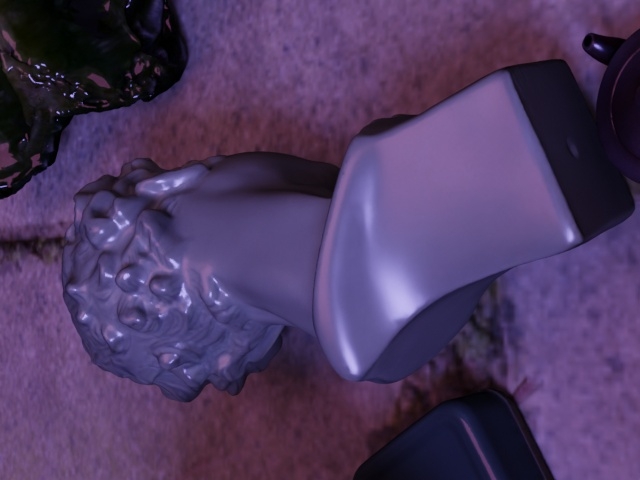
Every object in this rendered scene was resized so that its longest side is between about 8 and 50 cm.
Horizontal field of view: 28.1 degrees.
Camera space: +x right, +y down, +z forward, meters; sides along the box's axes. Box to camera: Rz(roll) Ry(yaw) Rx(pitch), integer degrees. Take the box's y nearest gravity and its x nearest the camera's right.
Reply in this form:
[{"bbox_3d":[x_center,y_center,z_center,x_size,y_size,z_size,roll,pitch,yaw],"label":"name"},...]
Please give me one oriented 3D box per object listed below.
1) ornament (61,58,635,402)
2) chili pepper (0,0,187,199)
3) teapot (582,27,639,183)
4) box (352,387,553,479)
[{"bbox_3d":[-0.005,0.006,0.553,0.285,0.130,0.120,-10,93,46],"label":"ornament"},{"bbox_3d":[-0.164,-0.131,0.746,0.264,0.116,0.148,-47,56,48],"label":"chili pepper"},{"bbox_3d":[0.134,-0.048,0.467,0.100,0.045,0.068,48,122,39],"label":"teapot"},{"bbox_3d":[0.065,0.133,0.537,0.091,0.031,0.126,-43,59,36],"label":"box"}]
